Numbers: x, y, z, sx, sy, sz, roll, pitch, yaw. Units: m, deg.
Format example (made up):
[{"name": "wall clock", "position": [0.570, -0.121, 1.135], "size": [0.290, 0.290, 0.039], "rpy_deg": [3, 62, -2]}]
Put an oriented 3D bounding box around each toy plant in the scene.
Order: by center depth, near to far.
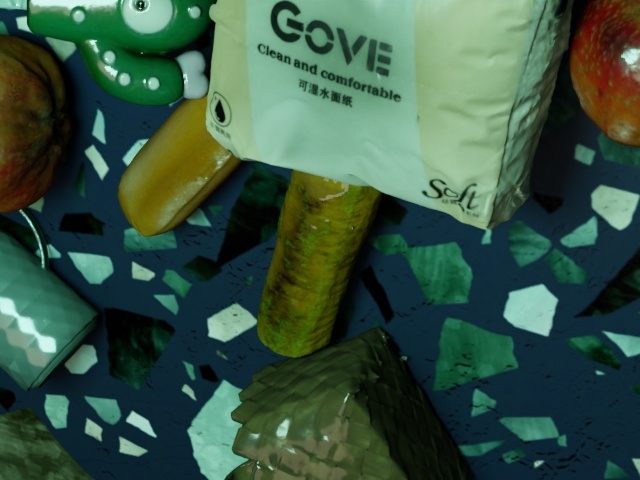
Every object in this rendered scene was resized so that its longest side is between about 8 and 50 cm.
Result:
[{"name": "toy plant", "position": [-0.209, -0.280, 1.588], "size": [0.243, 0.112, 0.232], "rpy_deg": [26, 92, -12]}]

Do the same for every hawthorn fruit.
[{"name": "hawthorn fruit", "position": [0.336, -0.170, 1.402], "size": [0.179, 0.179, 0.200], "rpy_deg": [19, 140, 15]}, {"name": "hawthorn fruit", "position": [-0.442, -0.139, 1.733], "size": [0.261, 0.224, 0.224], "rpy_deg": [-5, 115, 12]}]

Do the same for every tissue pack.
[{"name": "tissue pack", "position": [0.068, -0.216, 1.439], "size": [0.376, 0.195, 0.390], "rpy_deg": [18, 122, 20]}]

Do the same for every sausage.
[{"name": "sausage", "position": [-0.152, -0.108, 1.698], "size": [0.105, 0.105, 0.274], "rpy_deg": [45, 124, -3]}]

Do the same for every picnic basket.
[{"name": "picnic basket", "position": [-0.007, 0.298, 1.756], "size": [0.321, 0.254, 0.291], "rpy_deg": [-27, 102, 19]}]

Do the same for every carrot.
[{"name": "carrot", "position": [0.000, 0.000, 1.684], "size": [0.114, 0.114, 0.302], "rpy_deg": [25, 128, 11]}]

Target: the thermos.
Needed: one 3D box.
[{"name": "thermos", "position": [-0.435, 0.051, 1.898], "size": [0.286, 0.145, 0.182], "rpy_deg": [44, 94, -1]}]

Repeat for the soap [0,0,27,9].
[{"name": "soap", "position": [-0.349, -0.405, 1.634], "size": [0.160, 0.087, 0.265], "rpy_deg": [8, 119, 19]}]
